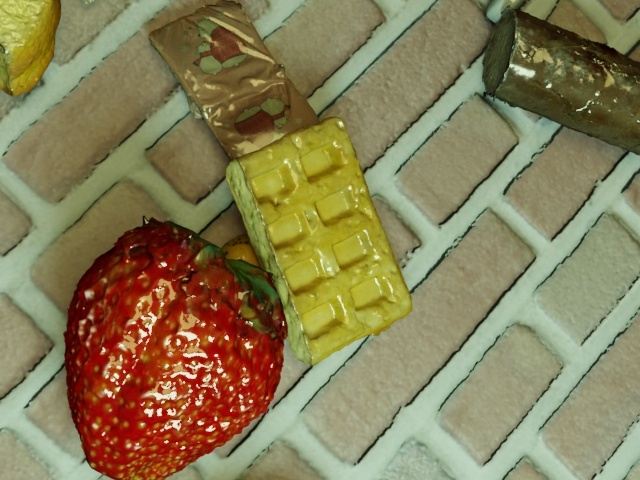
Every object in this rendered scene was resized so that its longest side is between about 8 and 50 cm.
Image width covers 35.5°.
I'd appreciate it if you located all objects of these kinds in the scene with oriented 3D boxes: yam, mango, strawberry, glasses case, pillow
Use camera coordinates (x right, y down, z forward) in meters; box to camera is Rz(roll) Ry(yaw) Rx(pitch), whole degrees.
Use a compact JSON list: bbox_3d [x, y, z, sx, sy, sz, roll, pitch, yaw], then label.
[{"bbox_3d":[0.353,-0.206,1.346,0.279,0.131,0.131,20,77,-11],"label":"yam"},{"bbox_3d":[-0.078,0.027,1.237,0.114,0.057,0.079,-16,78,-18],"label":"mango"},{"bbox_3d":[-0.174,0.134,1.108,0.250,0.238,0.288,31,89,6],"label":"strawberry"},{"bbox_3d":[0.288,-0.375,1.383,0.045,0.067,0.178,36,75,-4],"label":"glasses case"},{"bbox_3d":[-0.102,-0.188,1.271,0.135,0.049,0.248,-33,86,-17],"label":"pillow"}]

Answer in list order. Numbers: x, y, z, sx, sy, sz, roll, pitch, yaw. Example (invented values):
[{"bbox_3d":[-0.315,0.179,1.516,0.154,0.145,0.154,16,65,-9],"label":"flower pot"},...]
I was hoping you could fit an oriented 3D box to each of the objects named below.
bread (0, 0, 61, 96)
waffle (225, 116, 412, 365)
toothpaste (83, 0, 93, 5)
[{"bbox_3d":[-0.384,-0.310,1.182,0.134,0.129,0.260,-36,92,-23],"label":"bread"},{"bbox_3d":[0.000,0.000,1.221,0.168,0.057,0.274,-27,102,-30],"label":"waffle"},{"bbox_3d":[-0.215,-0.388,1.277,0.248,0.047,0.078,-33,88,-14],"label":"toothpaste"}]
